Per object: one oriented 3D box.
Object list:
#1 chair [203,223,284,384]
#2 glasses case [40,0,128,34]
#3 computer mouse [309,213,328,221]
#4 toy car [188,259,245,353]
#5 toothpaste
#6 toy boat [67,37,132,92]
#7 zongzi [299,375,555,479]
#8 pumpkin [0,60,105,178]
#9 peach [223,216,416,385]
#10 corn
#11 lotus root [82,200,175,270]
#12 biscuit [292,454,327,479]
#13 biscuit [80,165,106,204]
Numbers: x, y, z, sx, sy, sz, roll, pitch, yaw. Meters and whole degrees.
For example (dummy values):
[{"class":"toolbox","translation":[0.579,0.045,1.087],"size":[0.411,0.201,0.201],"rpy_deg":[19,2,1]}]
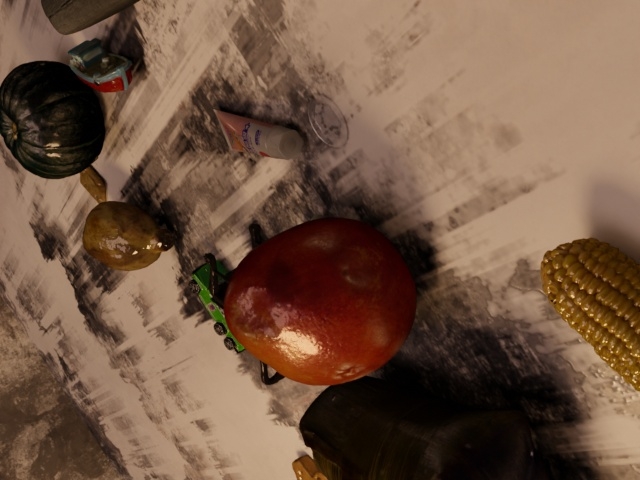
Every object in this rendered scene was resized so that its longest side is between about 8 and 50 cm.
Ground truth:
[{"class":"chair","translation":[-0.096,0.107,1.421],"size":[0.113,0.106,0.229],"rpy_deg":[34,143,34]},{"class":"glasses case","translation":[-0.263,-0.347,1.191],"size":[0.323,0.131,0.074],"rpy_deg":[-1,121,57]},{"class":"computer mouse","translation":[0.000,0.000,1.247],"size":[0.056,0.032,0.110],"rpy_deg":[49,140,11]},{"class":"toy car","translation":[-0.156,0.109,1.557],"size":[0.062,0.071,0.165],"rpy_deg":[-28,95,46]},{"class":"toothpaste","translation":[-0.090,-0.142,1.236],"size":[0.194,0.043,0.067],"rpy_deg":[20,138,55]},{"class":"toy boat","translation":[-0.352,-0.281,1.457],"size":[0.173,0.069,0.058],"rpy_deg":[31,150,46]},{"class":"zongzi","translation":[0.184,0.378,1.211],"size":[0.432,0.208,0.403],"rpy_deg":[54,159,-21]},{"class":"pumpkin","translation":[-0.482,-0.217,1.627],"size":[0.221,0.162,0.220],"rpy_deg":[26,128,38]},{"class":"peach","translation":[-0.001,0.071,1.123],"size":[0.243,0.244,0.199],"rpy_deg":[114,160,-57]},{"class":"corn","translation":[0.316,0.106,0.807],"size":[0.293,0.106,0.106],"rpy_deg":[43,149,27]},{"class":"lotus root","translation":[-0.361,-0.008,1.700],"size":[0.214,0.138,0.138],"rpy_deg":[4,123,42]},{"class":"biscuit","translation":[0.036,0.504,1.695],"size":[0.249,0.035,0.184],"rpy_deg":[32,143,36]},{"class":"biscuit","translation":[-0.463,-0.117,1.844],"size":[0.083,0.018,0.081],"rpy_deg":[47,150,18]}]
